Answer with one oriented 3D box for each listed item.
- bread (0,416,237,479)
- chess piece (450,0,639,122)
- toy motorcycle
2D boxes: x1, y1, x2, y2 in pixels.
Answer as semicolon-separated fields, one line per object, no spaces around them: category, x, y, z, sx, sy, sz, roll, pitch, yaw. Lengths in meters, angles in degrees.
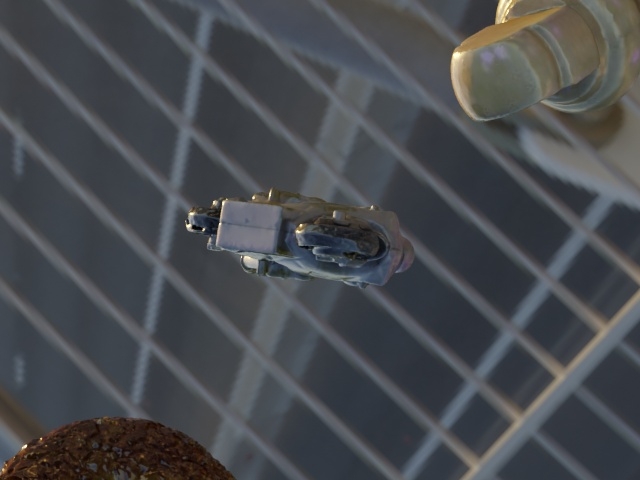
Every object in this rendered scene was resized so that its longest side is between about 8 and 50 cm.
bread;-0.145;0.197;1.226;0.193;0.193;0.064;35;137;25
chess piece;0.213;-0.166;1.139;0.117;0.397;0.117;21;127;30
toy motorcycle;0.000;0.000;1.407;0.152;0.073;0.225;11;177;-36
